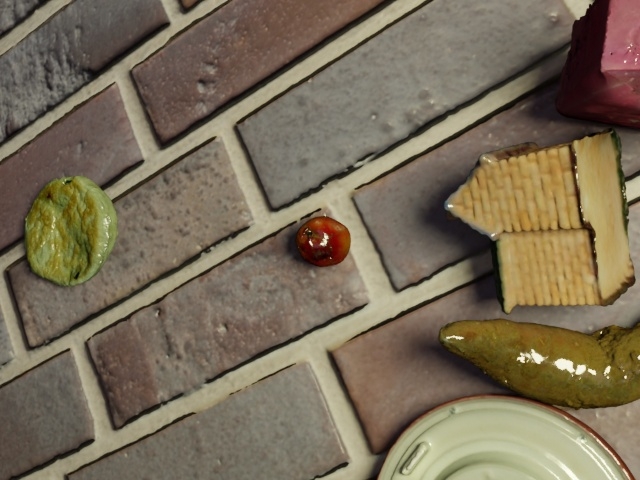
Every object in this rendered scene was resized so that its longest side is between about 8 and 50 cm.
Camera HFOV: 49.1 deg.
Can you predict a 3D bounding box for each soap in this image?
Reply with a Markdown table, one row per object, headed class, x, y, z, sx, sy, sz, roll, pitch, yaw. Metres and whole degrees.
| class | x | y | z | sx | sy | sz | roll | pitch | yaw |
| --- | --- | --- | --- | --- | --- | --- | --- | --- | --- |
| soap | 0.418 | -0.167 | 0.680 | 0.325 | 0.220 | 0.127 | 7 | 91 | 1 |

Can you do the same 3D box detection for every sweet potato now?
| class | x | y | z | sx | sy | sz | roll | pitch | yaw |
| --- | --- | --- | --- | --- | --- | --- | --- | --- | --- |
| sweet potato | 0.284 | 0.130 | 0.772 | 0.310 | 0.098 | 0.124 | -2 | 123 | 6 |

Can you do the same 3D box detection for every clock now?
| class | x | y | z | sx | sy | sz | roll | pitch | yaw |
| --- | --- | --- | --- | --- | --- | --- | --- | --- | --- |
| clock | 0.210 | 0.336 | 0.803 | 0.319 | 0.080 | 0.318 | -3 | 83 | 24 |

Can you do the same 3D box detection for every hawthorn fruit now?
| class | x | y | z | sx | sy | sz | roll | pitch | yaw |
| --- | --- | --- | --- | --- | --- | --- | --- | --- | --- |
| hawthorn fruit | 0.003 | 0.002 | 0.930 | 0.077 | 0.077 | 0.077 | -2 | 84 | 24 |

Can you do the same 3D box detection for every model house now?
| class | x | y | z | sx | sy | sz | roll | pitch | yaw |
| --- | --- | --- | --- | --- | --- | --- | --- | --- | --- |
| model house | 0.242 | -0.019 | 0.792 | 0.172 | 0.166 | 0.182 | -8 | 96 | 38 |

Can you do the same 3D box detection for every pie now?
| class | x | y | z | sx | sy | sz | roll | pitch | yaw |
| --- | --- | --- | --- | --- | --- | --- | --- | --- | --- |
| pie | -0.404 | -0.015 | 1.129 | 0.187 | 0.041 | 0.186 | -2 | 85 | 24 |
